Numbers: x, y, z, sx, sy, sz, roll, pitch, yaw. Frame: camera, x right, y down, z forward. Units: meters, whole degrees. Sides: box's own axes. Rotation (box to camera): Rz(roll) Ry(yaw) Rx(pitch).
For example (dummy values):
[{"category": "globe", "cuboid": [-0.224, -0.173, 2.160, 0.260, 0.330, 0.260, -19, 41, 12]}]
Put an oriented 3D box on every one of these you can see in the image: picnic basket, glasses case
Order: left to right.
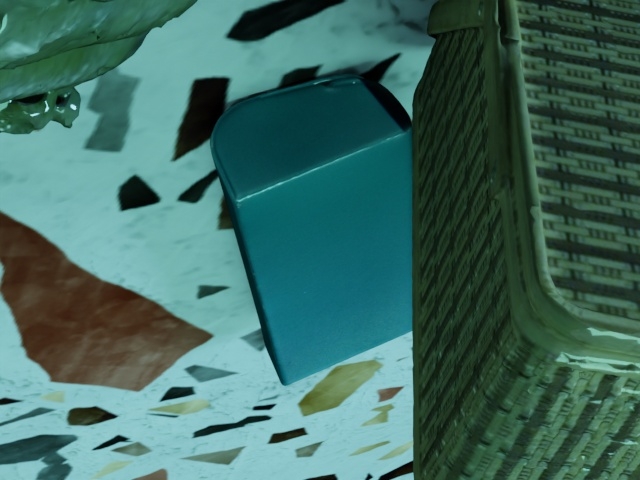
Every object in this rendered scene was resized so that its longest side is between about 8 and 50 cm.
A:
[{"category": "glasses case", "cuboid": [0.001, -0.001, 0.935, 0.117, 0.070, 0.301, -22, 153, -7]}, {"category": "picnic basket", "cuboid": [0.168, -0.026, 0.676, 0.228, 0.313, 0.175, 10, 139, -9]}]

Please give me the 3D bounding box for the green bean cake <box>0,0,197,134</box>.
[{"category": "green bean cake", "cuboid": [-0.108, -0.142, 0.385, 0.227, 0.223, 0.125, -23, -174, 35]}]
